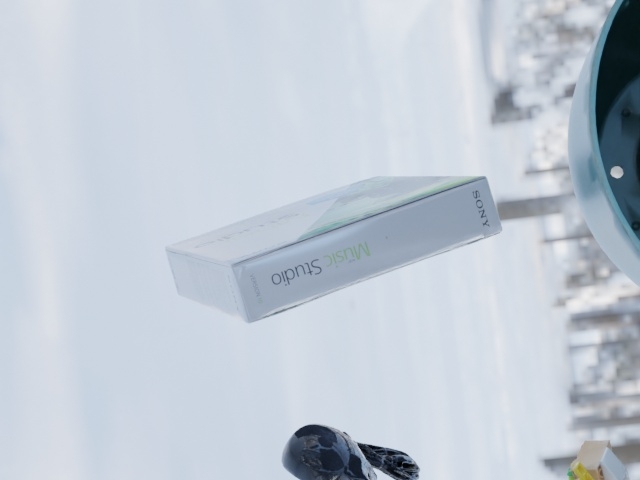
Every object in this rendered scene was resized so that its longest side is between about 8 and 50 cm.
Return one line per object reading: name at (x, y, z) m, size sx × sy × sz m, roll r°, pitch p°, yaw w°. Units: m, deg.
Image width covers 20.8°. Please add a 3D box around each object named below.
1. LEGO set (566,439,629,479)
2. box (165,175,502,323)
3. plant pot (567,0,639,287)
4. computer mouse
LEGO set at (0.194, 0.292, 1.468) m, size 0.132 × 0.107 × 0.287 m, roll 28°, pitch 43°, yaw -32°
box at (0.000, 0.000, 1.566) m, size 0.322 × 0.232 × 0.058 m, roll -168°, pitch -120°, yaw -74°
plant pot at (0.308, -0.071, 1.236) m, size 0.235 × 0.293 × 0.293 m, roll 124°, pitch -40°, yaw -83°
computer mouse at (0.035, 0.174, 1.417) m, size 0.041 × 0.071 × 0.242 m, roll -62°, pitch 160°, yaw 5°
